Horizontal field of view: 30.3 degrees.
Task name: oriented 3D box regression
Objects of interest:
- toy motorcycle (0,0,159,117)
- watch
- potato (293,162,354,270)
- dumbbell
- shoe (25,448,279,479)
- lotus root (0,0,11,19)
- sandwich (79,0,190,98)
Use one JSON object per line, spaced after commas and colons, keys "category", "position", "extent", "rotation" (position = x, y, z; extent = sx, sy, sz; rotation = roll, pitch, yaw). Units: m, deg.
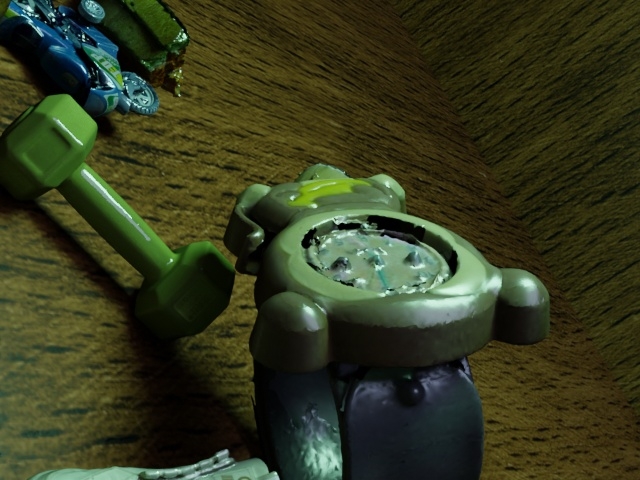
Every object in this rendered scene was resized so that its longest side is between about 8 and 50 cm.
{"category": "toy motorcycle", "position": [-0.312, -0.229, 1.456], "extent": [0.254, 0.092, 0.135], "rotation": [41, 33, -10]}
{"category": "watch", "position": [0.038, 0.140, 1.267], "extent": [0.314, 0.327, 0.335], "rotation": [-6, 32, -22]}
{"category": "potato", "position": [0.000, 0.000, 1.720], "extent": [0.117, 0.182, 0.202], "rotation": [-33, 108, -33]}
{"category": "dumbbell", "position": [-0.224, -0.021, 1.294], "extent": [0.302, 0.121, 0.108], "rotation": [48, -6, -17]}
{"category": "shoe", "position": [-0.111, 0.249, 1.061], "extent": [0.316, 0.159, 0.124], "rotation": [30, 32, -52]}
{"category": "lotus root", "position": [-0.405, -0.312, 1.336], "extent": [0.120, 0.120, 0.209], "rotation": [27, 37, -50]}
{"category": "sandwich", "position": [-0.262, -0.281, 1.609], "extent": [0.235, 0.079, 0.159], "rotation": [45, -19, 28]}
